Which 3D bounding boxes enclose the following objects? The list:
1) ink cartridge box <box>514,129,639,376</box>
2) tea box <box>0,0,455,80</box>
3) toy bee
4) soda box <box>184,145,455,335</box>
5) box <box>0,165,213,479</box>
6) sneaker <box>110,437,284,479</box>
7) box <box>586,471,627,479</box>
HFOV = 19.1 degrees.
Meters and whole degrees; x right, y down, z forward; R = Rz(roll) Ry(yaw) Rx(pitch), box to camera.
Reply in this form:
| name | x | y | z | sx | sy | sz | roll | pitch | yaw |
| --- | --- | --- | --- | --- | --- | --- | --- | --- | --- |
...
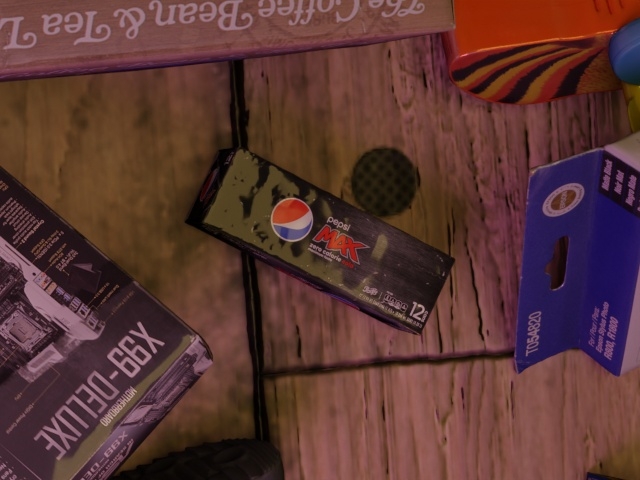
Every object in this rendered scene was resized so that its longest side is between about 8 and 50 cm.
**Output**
| name | x | y | z | sx | sy | sz | roll | pitch | yaw |
| --- | --- | --- | --- | --- | --- | --- | --- | --- | --- |
| ink cartridge box | 0.238 | -0.003 | 1.260 | 0.224 | 0.223 | 0.045 | -23 | 54 | -14 |
| tea box | -0.124 | -0.258 | 1.091 | 0.329 | 0.220 | 0.323 | -7 | 95 | -24 |
| toy bee | 0.235 | -0.132 | 1.281 | 0.298 | 0.162 | 0.195 | 7 | 69 | 17 |
| soda box | 0.000 | 0.000 | 1.256 | 0.169 | 0.053 | 0.060 | 28 | 82 | -16 |
| box | -0.253 | 0.100 | 1.119 | 0.242 | 0.076 | 0.307 | 38 | 79 | 13 |
| sneaker | -0.149 | 0.243 | 1.196 | 0.319 | 0.112 | 0.131 | -29 | 108 | -8 |
| box | 0.202 | 0.251 | 1.321 | 0.059 | 0.054 | 0.169 | 14 | 87 | -16 |
